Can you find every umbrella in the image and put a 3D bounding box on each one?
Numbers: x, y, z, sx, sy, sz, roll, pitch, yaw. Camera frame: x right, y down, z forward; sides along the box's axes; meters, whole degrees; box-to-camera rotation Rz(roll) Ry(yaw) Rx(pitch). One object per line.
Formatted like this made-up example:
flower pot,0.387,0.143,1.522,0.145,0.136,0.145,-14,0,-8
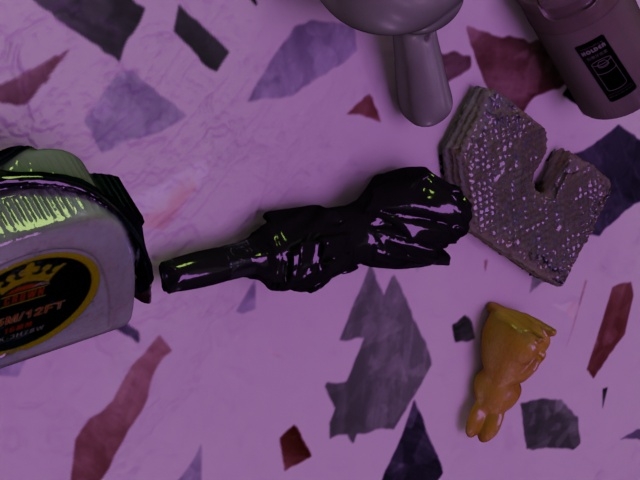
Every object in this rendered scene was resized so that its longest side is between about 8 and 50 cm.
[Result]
umbrella,0.000,0.000,1.268,0.340,0.118,0.118,-12,112,-28

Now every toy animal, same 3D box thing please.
toy animal,0.205,0.157,1.493,0.070,0.083,0.159,-17,130,-59

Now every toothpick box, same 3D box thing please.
toothpick box,0.292,-0.230,1.389,0.111,0.111,0.181,-49,128,-13

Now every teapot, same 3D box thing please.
teapot,0.064,-0.242,1.195,0.220,0.149,0.318,-18,114,-38

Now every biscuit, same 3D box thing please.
biscuit,0.225,-0.057,1.438,0.250,0.046,0.147,31,86,-38

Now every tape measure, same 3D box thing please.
tape measure,-0.239,0.005,1.053,0.235,0.115,0.207,-18,147,-30
